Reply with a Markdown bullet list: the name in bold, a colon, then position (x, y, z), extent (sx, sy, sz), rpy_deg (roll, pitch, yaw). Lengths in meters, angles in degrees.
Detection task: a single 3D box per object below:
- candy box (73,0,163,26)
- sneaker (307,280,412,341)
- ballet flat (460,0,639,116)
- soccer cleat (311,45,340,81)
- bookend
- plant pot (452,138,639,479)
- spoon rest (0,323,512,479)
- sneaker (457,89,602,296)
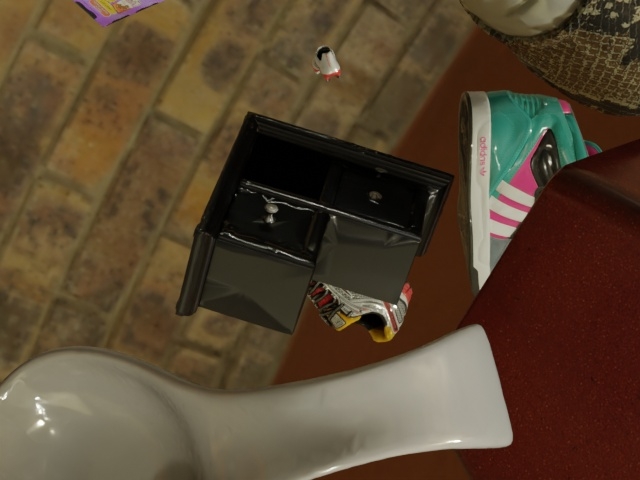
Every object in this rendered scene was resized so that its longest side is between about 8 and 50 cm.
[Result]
- **candy box**: position (-0.204, -0.336, 1.371), extent (0.196, 0.165, 0.070), rpy_deg (-19, -116, 16)
- **sneaker**: position (0.024, 0.066, 1.656), extent (0.088, 0.225, 0.093), rpy_deg (-28, -138, 56)
- **ballet flat**: position (0.114, -0.302, 0.966), extent (0.164, 0.182, 0.483), rpy_deg (-32, -101, 40)
- **soccer cleat**: position (0.005, -0.204, 1.397), extent (0.029, 0.036, 0.083), rpy_deg (-17, -159, -3)
- **bookend**: position (0.000, 0.000, 0.843), extent (0.157, 0.156, 0.072), rpy_deg (-72, 180, -54)
- **plant pot**: position (0.226, 0.080, 0.762), extent (0.236, 0.267, 0.267), rpy_deg (40, -59, 21)
- **spoon rest**: position (-0.057, 0.099, 0.568), extent (0.276, 0.084, 0.137), rpy_deg (-19, -101, 23)
- **sneaker**: position (0.257, -0.057, 1.487), extent (0.178, 0.295, 0.124), rpy_deg (-5, -138, 0)
